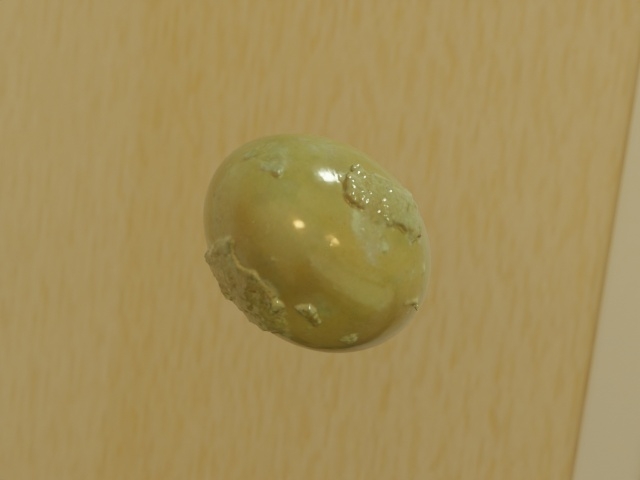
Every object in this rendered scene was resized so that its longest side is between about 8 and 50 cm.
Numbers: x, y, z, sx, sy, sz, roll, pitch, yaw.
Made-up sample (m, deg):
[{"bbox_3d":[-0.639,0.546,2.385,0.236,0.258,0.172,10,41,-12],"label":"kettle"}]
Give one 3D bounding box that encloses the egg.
[{"bbox_3d":[-0.003,0.001,1.191,0.201,0.164,0.164,39,-9,-31],"label":"egg"}]
